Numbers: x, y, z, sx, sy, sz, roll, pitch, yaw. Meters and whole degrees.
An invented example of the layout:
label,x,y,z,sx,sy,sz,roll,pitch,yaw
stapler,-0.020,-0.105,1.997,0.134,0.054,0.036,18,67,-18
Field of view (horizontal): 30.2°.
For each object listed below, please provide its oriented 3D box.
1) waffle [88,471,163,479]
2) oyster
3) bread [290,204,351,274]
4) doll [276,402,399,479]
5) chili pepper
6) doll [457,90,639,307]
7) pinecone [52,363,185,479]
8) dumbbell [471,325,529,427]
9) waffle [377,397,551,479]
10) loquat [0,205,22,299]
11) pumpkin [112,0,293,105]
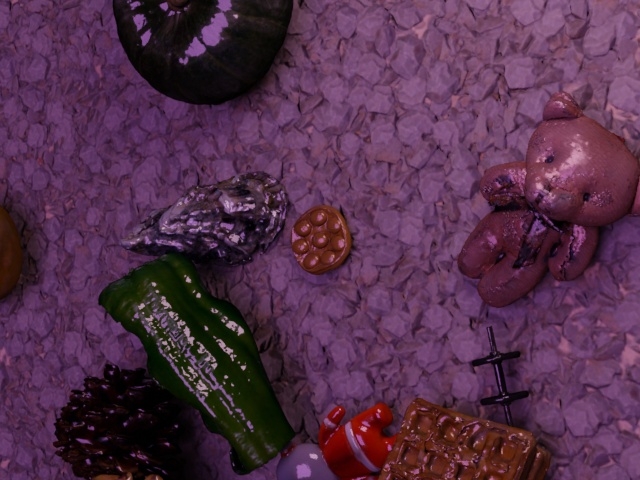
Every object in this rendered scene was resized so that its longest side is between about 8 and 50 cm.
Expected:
label,x,y,z,sx,sy,sz,roll,pitch,yaw
waffle,-0.303,0.439,1.879,0.309,0.283,0.065,-9,53,18
oyster,-0.179,-0.038,1.916,0.252,0.087,0.199,22,101,17
bread,0.000,0.000,1.825,0.110,0.024,0.110,-1,87,31
doll,0.018,0.335,1.778,0.245,0.076,0.142,-34,91,23
chili pepper,-0.174,0.181,1.833,0.167,0.213,0.385,-38,77,2
doll,0.287,-0.031,1.583,0.201,0.156,0.303,47,116,16
pinecone,-0.322,0.301,1.914,0.221,0.221,0.222,-1,89,31
dumbbell,0.250,0.192,1.646,0.069,0.069,0.147,-16,81,30
waffle,0.164,0.386,1.615,0.212,0.091,0.308,14,72,36
loquat,-0.637,0.018,2.111,0.213,0.213,0.213,-1,89,31
pumpkin,-0.188,-0.360,1.838,0.300,0.207,0.300,2,94,23
